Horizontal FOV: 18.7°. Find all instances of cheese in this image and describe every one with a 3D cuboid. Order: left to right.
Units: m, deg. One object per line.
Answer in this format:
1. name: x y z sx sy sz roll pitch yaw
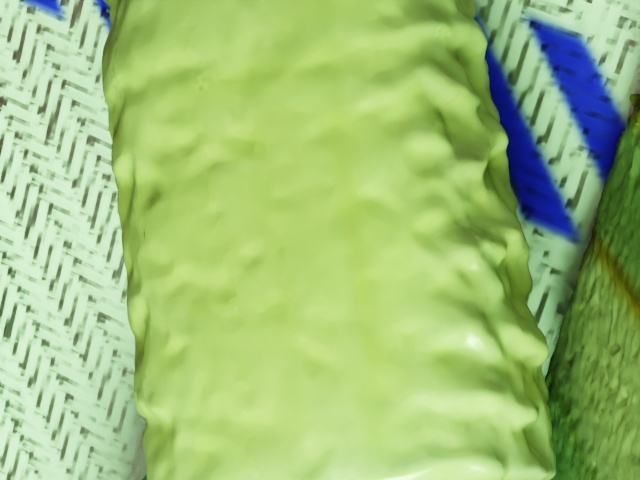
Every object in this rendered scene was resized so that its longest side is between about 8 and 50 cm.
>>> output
1. cheese: 0.000 0.000 0.578 0.123 0.094 0.167 -10 79 8

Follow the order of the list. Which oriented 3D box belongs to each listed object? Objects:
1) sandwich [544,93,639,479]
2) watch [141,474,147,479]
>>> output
1. sandwich: 0.131 0.075 0.487 0.227 0.198 0.155 26 113 22
2. watch: 0.025 0.165 0.646 0.237 0.068 0.195 47 112 15
